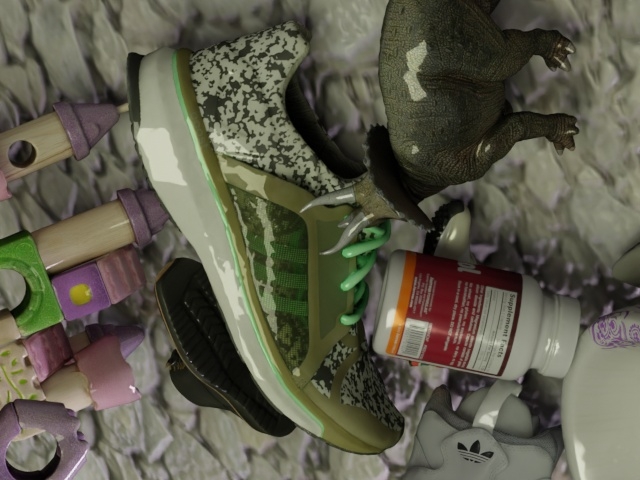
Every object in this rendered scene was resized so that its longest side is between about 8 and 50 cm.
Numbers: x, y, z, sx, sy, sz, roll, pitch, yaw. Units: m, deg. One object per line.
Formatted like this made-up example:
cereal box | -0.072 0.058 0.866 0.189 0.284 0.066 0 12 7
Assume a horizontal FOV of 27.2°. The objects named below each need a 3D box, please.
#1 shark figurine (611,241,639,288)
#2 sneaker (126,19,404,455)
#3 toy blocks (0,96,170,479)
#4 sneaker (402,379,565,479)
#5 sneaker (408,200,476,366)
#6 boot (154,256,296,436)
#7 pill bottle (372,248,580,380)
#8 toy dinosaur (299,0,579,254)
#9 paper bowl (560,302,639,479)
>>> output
shark figurine | 0.309 -0.055 0.934 0.166 0.116 0.278 15 124 14
sneaker | 0.000 0.000 1.093 0.182 0.158 0.410 -23 111 14
toy blocks | -0.228 0.029 1.136 0.260 0.309 0.289 -21 102 -13
sneaker | 0.135 0.260 1.173 0.137 0.210 0.366 18 157 15
sneaker | 0.120 0.040 1.111 0.075 0.057 0.161 9 119 -2
boot | -0.117 0.097 1.193 0.137 0.077 0.198 6 134 49
pill bottle | 0.122 0.062 1.038 0.152 0.086 0.086 12 122 0
toy dinosaur | 0.097 -0.122 0.952 0.121 0.160 0.314 42 136 43
paper bowl | 0.314 0.172 0.983 0.284 0.148 0.284 165 90 -70
